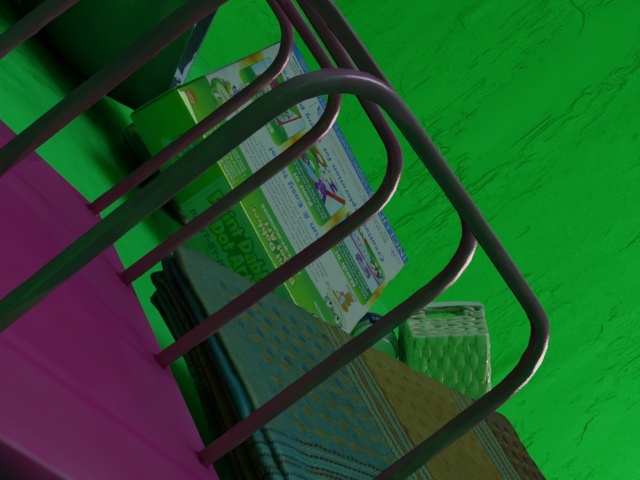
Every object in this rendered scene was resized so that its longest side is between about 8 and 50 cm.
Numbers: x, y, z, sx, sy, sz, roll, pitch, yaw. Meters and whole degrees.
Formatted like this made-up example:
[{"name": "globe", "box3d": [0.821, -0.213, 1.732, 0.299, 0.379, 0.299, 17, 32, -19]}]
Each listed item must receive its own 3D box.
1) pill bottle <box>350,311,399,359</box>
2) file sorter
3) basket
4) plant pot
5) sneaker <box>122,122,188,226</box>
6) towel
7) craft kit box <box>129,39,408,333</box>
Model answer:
[{"name": "pill bottle", "box3d": [0.068, 0.136, 1.459, 0.067, 0.067, 0.120, 52, 3, -8]}, {"name": "file sorter", "box3d": [-0.065, -0.033, 0.474, 0.202, 0.182, 0.290, 49, 4, -44]}, {"name": "basket", "box3d": [0.162, 0.173, 1.437, 0.103, 0.113, 0.167, -97, -176, -72]}, {"name": "plant pot", "box3d": [-0.179, -0.279, 1.038, 0.196, 0.293, 0.293, 25, 7, -6]}, {"name": "sneaker", "box3d": [-0.096, -0.076, 1.058, 0.105, 0.115, 0.281, 53, 3, 13]}, {"name": "towel", "box3d": [0.068, 0.162, 0.653, 0.370, 0.040, 0.271, 31, 22, -44]}, {"name": "craft kit box", "box3d": [-0.030, -0.038, 0.975, 0.250, 0.061, 0.246, 62, 24, -8]}]
